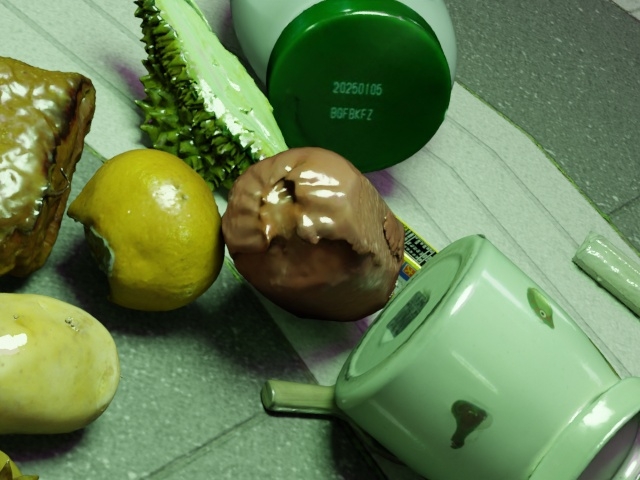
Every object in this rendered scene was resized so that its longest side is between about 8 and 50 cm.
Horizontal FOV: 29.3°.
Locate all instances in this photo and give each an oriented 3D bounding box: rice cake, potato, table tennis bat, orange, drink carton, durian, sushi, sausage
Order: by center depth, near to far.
[{"bbox_3d":[-0.246,0.099,0.991,0.178,0.109,0.118,7,20,-38],"label":"potato"},{"bbox_3d":[-0.308,-0.078,1.107,0.179,0.167,0.296,14,58,-4],"label":"sushi"},{"bbox_3d":[-0.164,-0.007,1.145,0.156,0.156,0.134,45,43,18],"label":"orange"},{"bbox_3d":[0.000,0.000,1.185,0.152,0.152,0.280,47,2,20],"label":"sausage"},{"bbox_3d":[0.055,0.163,1.211,0.246,0.022,0.138,9,43,-30],"label":"table tennis bat"},{"bbox_3d":[-0.121,-0.133,1.346,0.132,0.107,0.375,-29,88,-45],"label":"durian"},{"bbox_3d":[0.095,0.035,1.348,0.166,0.071,0.056,42,40,11],"label":"drink carton"},{"bbox_3d":[0.430,0.082,1.554,0.256,0.052,0.057,41,34,13],"label":"rice cake"}]

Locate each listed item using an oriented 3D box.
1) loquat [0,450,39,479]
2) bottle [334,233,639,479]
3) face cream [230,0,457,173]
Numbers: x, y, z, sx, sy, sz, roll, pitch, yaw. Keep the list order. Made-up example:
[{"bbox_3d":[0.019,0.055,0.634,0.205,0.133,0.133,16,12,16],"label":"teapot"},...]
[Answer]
[{"bbox_3d":[-0.269,0.208,0.771,0.208,0.208,0.208,20,38,-16],"label":"loquat"},{"bbox_3d":[0.203,0.183,1.133,0.352,0.229,0.229,43,35,-6],"label":"bottle"},{"bbox_3d":[0.030,-0.259,1.505,0.312,0.219,0.357,31,27,-25],"label":"face cream"}]
